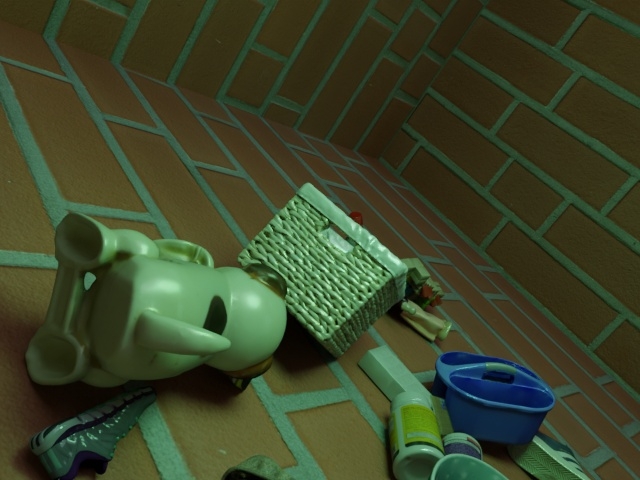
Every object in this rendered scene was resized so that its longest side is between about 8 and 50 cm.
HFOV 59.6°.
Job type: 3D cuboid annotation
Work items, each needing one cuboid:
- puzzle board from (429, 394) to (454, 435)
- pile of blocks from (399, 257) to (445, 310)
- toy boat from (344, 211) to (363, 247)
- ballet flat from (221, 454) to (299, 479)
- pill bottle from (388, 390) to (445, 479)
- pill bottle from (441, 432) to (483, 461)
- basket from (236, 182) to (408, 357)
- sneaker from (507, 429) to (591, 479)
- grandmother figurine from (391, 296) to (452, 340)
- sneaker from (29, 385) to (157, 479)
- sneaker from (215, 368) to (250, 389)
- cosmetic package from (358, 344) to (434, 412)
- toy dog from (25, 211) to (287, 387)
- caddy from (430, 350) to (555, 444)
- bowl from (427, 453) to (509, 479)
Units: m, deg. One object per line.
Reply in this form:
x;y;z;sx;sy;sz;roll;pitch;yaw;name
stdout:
0.307;0.446;1.413;0.128;0.011;0.096;36;36;-57;puzzle board
0.349;0.185;1.993;0.362;0.149;0.112;42;14;-55;pile of blocks
0.000;0.000;1.860;0.318;0.148;0.267;-11;35;-19;toy boat
-0.060;0.417;0.849;0.106;0.107;0.316;4;-5;-35;ballet flat
0.219;0.455;1.296;0.119;0.119;0.208;31;22;-11;pill bottle
0.318;0.540;1.278;0.108;0.108;0.193;36;21;2;pill bottle
0.014;0.089;1.413;0.328;0.266;0.331;42;-9;18;basket
0.694;0.657;1.551;0.148;0.131;0.350;-1;40;-50;sneaker
0.278;0.227;1.912;0.342;0.104;0.208;30;-12;-3;grandmother figurine
-0.339;0.308;0.879;0.224;0.083;0.098;-14;74;-59;sneaker
-0.166;0.212;1.272;0.121;0.111;0.300;31;19;0;sneaker
0.216;0.394;1.505;0.239;0.060;0.099;46;26;26;cosmetic package
-0.234;0.120;1.011;0.395;0.284;0.408;-4;-12;36;toy dog
0.475;0.418;1.558;0.341;0.179;0.241;11;21;-9;caddy
0.289;0.586;1.053;0.312;0.163;0.311;28;24;-14;bowl
